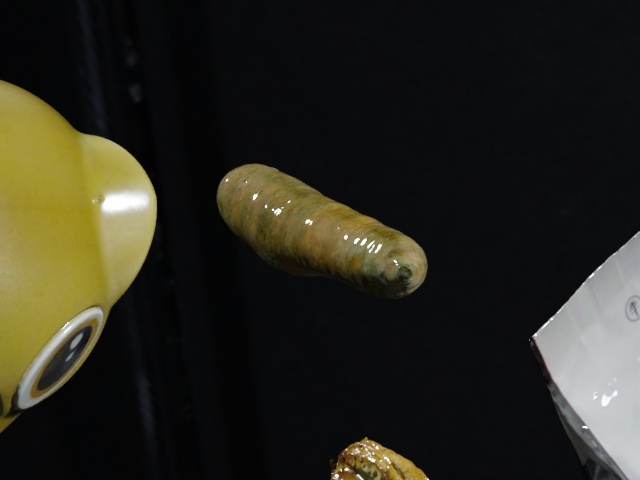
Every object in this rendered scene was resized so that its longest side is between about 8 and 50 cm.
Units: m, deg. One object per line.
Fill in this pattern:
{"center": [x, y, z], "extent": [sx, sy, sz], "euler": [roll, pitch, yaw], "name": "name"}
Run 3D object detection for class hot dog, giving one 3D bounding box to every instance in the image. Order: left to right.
{"center": [0.030, 0.140, 0.949], "extent": [0.083, 0.035, 0.058], "euler": [25, -90, 51], "name": "hot dog"}

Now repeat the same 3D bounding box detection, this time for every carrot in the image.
{"center": [0.000, -0.001, 1.264], "extent": [0.342, 0.070, 0.070], "euler": [-153, -134, -66], "name": "carrot"}

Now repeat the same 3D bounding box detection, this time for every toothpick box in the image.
{"center": [-0.428, 0.018, 1.878], "extent": [0.409, 0.425, 0.409], "euler": [16, -71, 56], "name": "toothpick box"}

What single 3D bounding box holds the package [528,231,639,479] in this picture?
{"center": [0.267, 0.108, 1.341], "extent": [0.062, 0.204, 0.251], "euler": [3, -49, 55], "name": "package"}
